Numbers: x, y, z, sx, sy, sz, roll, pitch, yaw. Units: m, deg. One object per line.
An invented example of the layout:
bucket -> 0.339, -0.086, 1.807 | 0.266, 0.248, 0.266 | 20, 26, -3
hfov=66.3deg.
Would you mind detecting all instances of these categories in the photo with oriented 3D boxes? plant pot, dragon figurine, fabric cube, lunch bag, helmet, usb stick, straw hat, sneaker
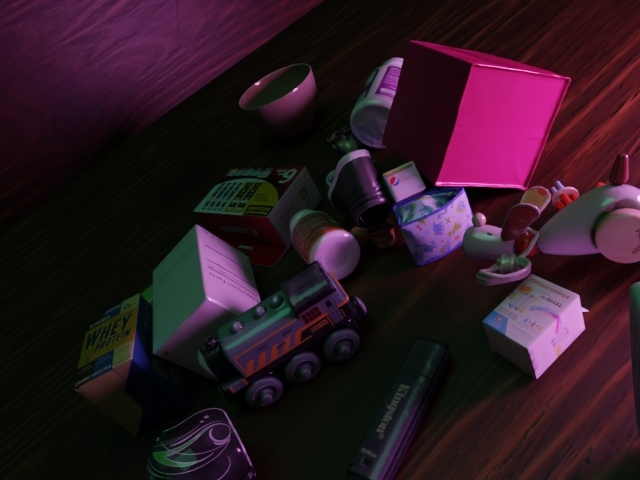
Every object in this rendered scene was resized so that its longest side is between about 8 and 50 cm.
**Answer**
plant pot -> -0.123, -0.477, 1.771 | 0.284, 0.191, 0.284 | -19, 37, 15
dragon figurine -> 0.085, -0.257, 1.455 | 0.085, 0.144, 0.289 | -33, 17, -1
fabric cube -> 0.330, -0.280, 1.101 | 0.254, 0.259, 0.258 | 0, 30, -23
lunch bag -> 0.249, -0.037, 1.046 | 0.151, 0.129, 0.096 | -22, 37, 13
helmet -> -0.209, 0.388, 0.835 | 0.161, 0.169, 0.169 | -25, 33, -22
usb stick -> 0.135, 0.283, 0.817 | 0.077, 0.045, 0.278 | 9, 52, 40
straw hat -> 0.144, -0.013, 1.146 | 0.144, 0.061, 0.144 | -17, 15, 5
sneaker -> 0.090, -0.080, 1.157 | 0.105, 0.296, 0.147 | -17, 73, -6

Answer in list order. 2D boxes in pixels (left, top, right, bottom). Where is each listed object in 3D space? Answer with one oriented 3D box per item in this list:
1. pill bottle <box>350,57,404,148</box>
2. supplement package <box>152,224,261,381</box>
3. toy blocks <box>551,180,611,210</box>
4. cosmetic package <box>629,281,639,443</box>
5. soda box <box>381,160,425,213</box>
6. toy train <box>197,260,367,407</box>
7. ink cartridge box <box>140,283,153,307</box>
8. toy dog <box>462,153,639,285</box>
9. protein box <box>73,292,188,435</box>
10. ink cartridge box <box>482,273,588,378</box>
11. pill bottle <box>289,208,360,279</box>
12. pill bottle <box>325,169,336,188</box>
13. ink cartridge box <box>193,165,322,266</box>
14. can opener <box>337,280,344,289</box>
pill bottle -> 0.207, -0.434, 1.512 | 0.169, 0.169, 0.301 | -5, 44, 31
supplement package -> -0.260, 0.136, 1.122 | 0.177, 0.175, 0.293 | -45, 34, 13
toy blocks -> 0.529, -0.079, 0.965 | 0.123, 0.054, 0.148 | -19, 37, 16
cosmetic package -> 0.468, 0.259, 0.374 | 0.327, 0.329, 0.393 | -10, 42, 25
soda box -> 0.184, -0.118, 1.131 | 0.074, 0.069, 0.216 | -25, -5, 3
toy train -> -0.072, 0.184, 0.954 | 0.334, 0.190, 0.142 | -31, 36, -1
ink cartridge box -> -0.457, 0.215, 1.253 | 0.209, 0.109, 0.062 | -43, 37, -17
toy dog -> 0.408, -0.049, 0.846 | 0.334, 0.161, 0.220 | -12, 10, 17
protein box -> -0.400, 0.269, 1.073 | 0.136, 0.200, 0.201 | -28, 36, 3
ink cartridge box -> 0.355, 0.132, 0.804 | 0.143, 0.090, 0.092 | -41, 37, -13
pill bottle -> 0.000, 0.000, 1.172 | 0.121, 0.121, 0.216 | -34, 30, -5
pill bottle -> 0.063, -0.144, 1.353 | 0.067, 0.067, 0.120 | -31, 36, -1
ink cartridge box -> -0.198, -0.078, 1.403 | 0.309, 0.130, 0.272 | 5, 50, 38
can opener -> -0.032, 0.138, 1.096 | 0.186, 0.073, 0.059 | -21, 28, -3
